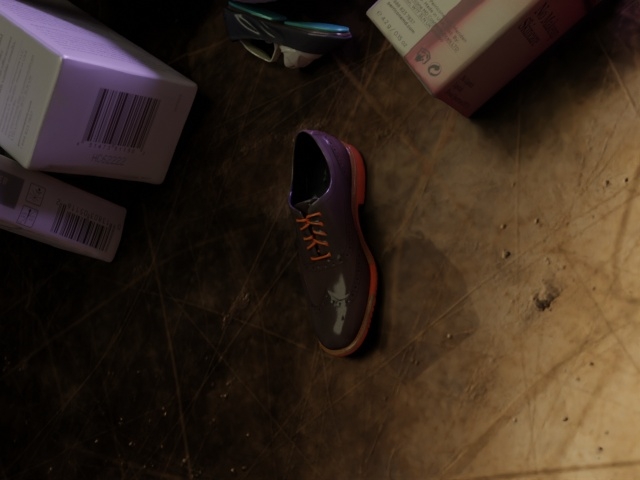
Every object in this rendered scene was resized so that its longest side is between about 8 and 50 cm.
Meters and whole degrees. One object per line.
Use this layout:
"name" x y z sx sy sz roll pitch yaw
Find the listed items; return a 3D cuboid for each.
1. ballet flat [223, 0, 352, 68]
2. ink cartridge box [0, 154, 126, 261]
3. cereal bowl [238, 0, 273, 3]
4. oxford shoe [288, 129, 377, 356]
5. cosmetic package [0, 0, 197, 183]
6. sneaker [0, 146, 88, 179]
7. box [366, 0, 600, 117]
"ballet flat" -0.046 -0.267 1.218 0.203 0.074 0.074 22 88 30
"ink cartridge box" -0.518 -0.075 1.317 0.384 0.308 0.091 9 80 36
"cereal bowl" -0.046 -0.465 1.227 0.338 0.141 0.339 -11 70 30
"oxford shoe" 0.000 0.000 1.077 0.096 0.098 0.272 -18 66 28
"cosmetic package" -0.414 -0.256 1.339 0.453 0.230 0.162 36 111 37
"sneaker" -0.428 -0.128 1.421 0.234 0.078 0.106 35 100 39
"box" 0.190 -0.262 0.988 0.232 0.148 0.127 -41 73 17
